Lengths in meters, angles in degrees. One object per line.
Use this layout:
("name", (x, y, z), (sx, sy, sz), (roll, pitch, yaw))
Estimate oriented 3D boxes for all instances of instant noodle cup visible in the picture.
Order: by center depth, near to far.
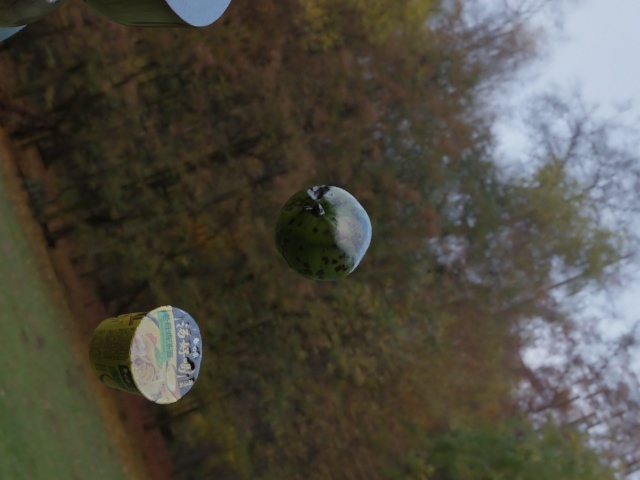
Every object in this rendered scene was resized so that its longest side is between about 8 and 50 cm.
("instant noodle cup", (-0.275, 0.176, 1.777), (0.122, 0.151, 0.151), (-4, -68, 39))

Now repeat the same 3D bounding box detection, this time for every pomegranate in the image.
("pomegranate", (0.000, 0.000, 1.433), (0.161, 0.122, 0.122), (108, -39, -64))

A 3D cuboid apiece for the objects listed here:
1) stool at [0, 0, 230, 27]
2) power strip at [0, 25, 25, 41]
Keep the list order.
("stool", (-0.204, -0.234, 0.782), (0.179, 0.264, 0.179), (3, 90, -72))
("power strip", (-0.391, -0.296, 1.364), (0.054, 0.253, 0.168), (57, 25, -47))
